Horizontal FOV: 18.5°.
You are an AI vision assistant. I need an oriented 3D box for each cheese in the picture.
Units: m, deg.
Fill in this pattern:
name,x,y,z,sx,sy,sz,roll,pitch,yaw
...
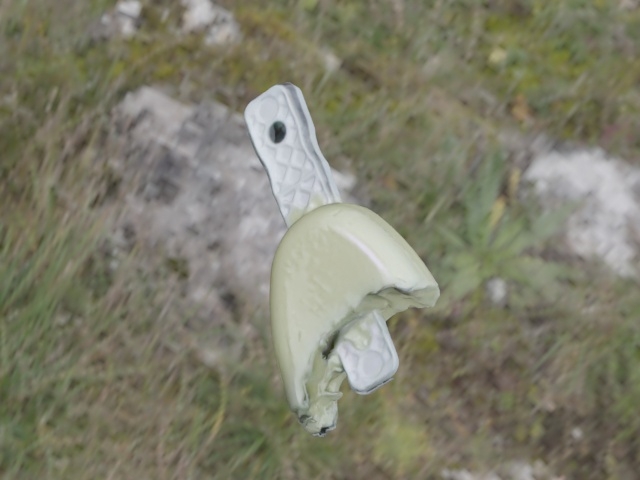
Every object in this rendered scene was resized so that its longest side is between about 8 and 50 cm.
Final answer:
name,x,y,z,sx,sy,sz,roll,pitch,yaw
cheese,-0.001,0.000,1.309,0.049,0.127,0.235,18,44,-52
